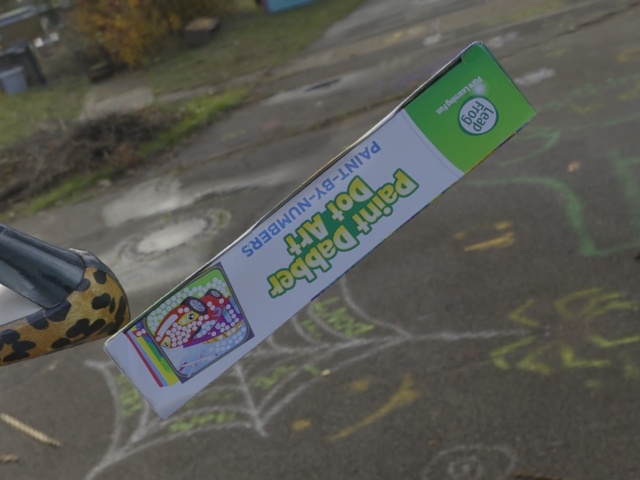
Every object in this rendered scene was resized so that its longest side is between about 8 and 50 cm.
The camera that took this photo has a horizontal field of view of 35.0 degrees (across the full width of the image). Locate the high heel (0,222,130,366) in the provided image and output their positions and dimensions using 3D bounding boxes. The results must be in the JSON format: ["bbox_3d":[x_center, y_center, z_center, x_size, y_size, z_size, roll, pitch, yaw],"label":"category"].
[{"bbox_3d":[-0.266,0.094,0.723,0.261,0.186,0.093,-44,47,15],"label":"high heel"}]

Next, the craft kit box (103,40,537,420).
[{"bbox_3d":[0.000,0.000,0.626,0.246,0.061,0.250,-37,-2,-1],"label":"craft kit box"}]
